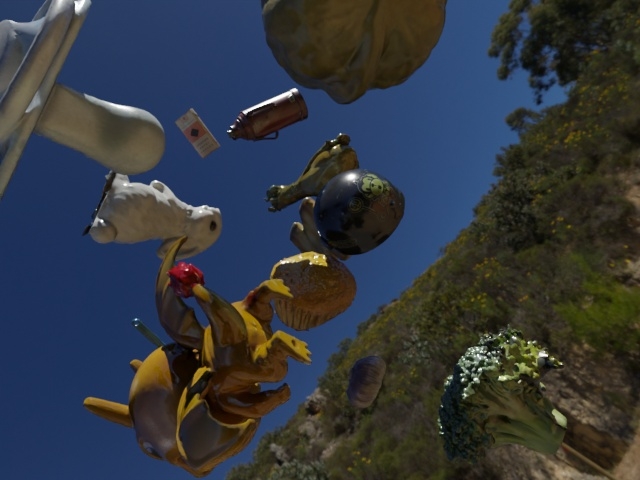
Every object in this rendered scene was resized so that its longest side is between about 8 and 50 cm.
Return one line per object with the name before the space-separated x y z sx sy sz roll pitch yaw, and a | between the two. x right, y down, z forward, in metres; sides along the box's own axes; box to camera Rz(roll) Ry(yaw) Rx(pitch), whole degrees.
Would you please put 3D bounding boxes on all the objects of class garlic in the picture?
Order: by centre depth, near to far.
garlic | 0.131 0.426 1.243 0.147 0.102 0.159 -60 -8 -71

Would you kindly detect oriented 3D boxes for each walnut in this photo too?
walnut | 0.046 -0.365 0.663 0.282 0.277 0.253 23 -81 -21

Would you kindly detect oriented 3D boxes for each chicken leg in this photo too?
chicken leg | -0.038 -0.204 1.451 0.201 0.429 0.153 43 -136 -31

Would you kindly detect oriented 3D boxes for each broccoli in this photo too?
broccoli | 0.413 0.374 0.986 0.324 0.272 0.334 -73 4 -78

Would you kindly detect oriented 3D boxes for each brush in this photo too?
brush | -0.386 0.243 0.971 0.051 0.014 0.164 -39 -66 -6

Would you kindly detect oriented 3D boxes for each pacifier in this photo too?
pacifier | -0.288 -0.145 0.489 0.207 0.227 0.279 26 -113 -40

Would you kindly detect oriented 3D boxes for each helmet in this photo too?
helmet | 0.073 -0.092 1.076 0.160 0.279 0.230 43 -121 -39

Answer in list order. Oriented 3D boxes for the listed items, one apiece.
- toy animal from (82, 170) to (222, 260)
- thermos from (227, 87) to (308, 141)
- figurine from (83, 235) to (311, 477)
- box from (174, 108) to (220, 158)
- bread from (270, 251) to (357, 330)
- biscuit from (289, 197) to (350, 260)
toy animal | -0.470 -0.050 1.199 0.357 0.194 0.258 24 -123 -28
thermos | -0.157 -0.347 1.160 0.232 0.099 0.124 -28 -9 -16
figurine | -0.219 0.228 0.769 0.387 0.401 0.268 -46 -31 20
box | -0.233 -0.202 0.776 0.083 0.046 0.012 55 -152 -17
bread | -0.020 0.130 1.090 0.240 0.240 0.139 -25 -45 -41
biscuit | 0.000 0.000 1.558 0.062 0.291 0.237 -21 -32 -38
